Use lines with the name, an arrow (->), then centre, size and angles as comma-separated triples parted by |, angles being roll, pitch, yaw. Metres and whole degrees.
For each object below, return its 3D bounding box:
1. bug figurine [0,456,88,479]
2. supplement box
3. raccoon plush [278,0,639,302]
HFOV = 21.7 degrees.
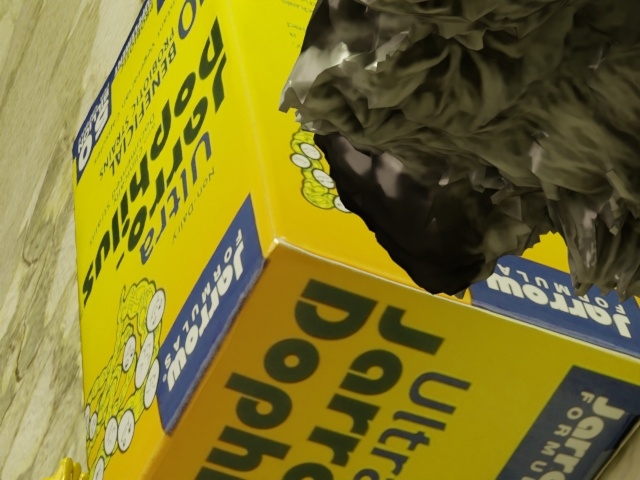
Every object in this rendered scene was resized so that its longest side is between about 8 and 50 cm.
bug figurine -> -0.197, 0.295, 1.107 | 0.216, 0.072, 0.279 | 62, -151, -55
supplement box -> 0.000, 0.000, 0.840 | 0.194, 0.195, 0.356 | -61, 24, 27
raccoon plush -> 0.193, -0.113, 0.423 | 0.216, 0.299, 0.446 | 104, -170, -65
